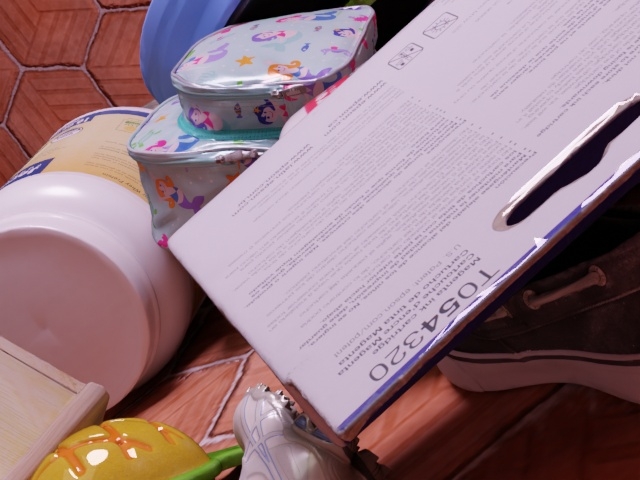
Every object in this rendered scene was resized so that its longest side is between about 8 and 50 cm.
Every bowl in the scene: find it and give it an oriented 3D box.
[{"bbox_3d":[-0.004,-0.253,1.581,0.391,0.077,0.391,-38,-19,-16],"label":"bowl"}]

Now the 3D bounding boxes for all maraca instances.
[{"bbox_3d":[-0.120,0.165,1.061,0.127,0.099,0.186,-13,0,35],"label":"maraca"}]

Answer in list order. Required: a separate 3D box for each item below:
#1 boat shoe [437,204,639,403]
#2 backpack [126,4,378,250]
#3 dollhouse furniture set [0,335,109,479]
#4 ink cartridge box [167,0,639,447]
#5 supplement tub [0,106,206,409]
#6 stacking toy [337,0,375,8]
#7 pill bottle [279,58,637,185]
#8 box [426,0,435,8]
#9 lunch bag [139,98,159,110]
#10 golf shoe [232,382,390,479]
[{"bbox_3d":[0.122,0.021,0.885,0.108,0.102,0.301,-40,13,-13],"label":"boat shoe"},{"bbox_3d":[-0.041,-0.089,1.392,0.254,0.191,0.225,-12,23,19],"label":"backpack"},{"bbox_3d":[-0.347,0.227,1.209,0.362,0.256,0.394,-51,-14,-49],"label":"dollhouse furniture set"},{"bbox_3d":[0.092,-0.044,0.825,0.324,0.071,0.330,-41,24,-4],"label":"ink cartridge box"},{"bbox_3d":[-0.218,0.018,1.547,0.228,0.228,0.316,-33,13,20],"label":"supplement tub"},{"bbox_3d":[0.144,-0.215,1.538,0.221,0.167,0.052,-34,13,9],"label":"stacking toy"},{"bbox_3d":[0.084,-0.052,1.083,0.318,0.176,0.176,-35,12,5],"label":"pill bottle"},{"bbox_3d":[0.197,-0.313,1.844,0.149,0.127,0.232,-34,13,18],"label":"box"},{"bbox_3d":[-0.255,-0.056,2.065,0.287,0.169,0.235,-28,15,18],"label":"lunch bag"},{"bbox_3d":[-0.031,0.140,0.974,0.086,0.069,0.176,-46,13,-14],"label":"golf shoe"}]
